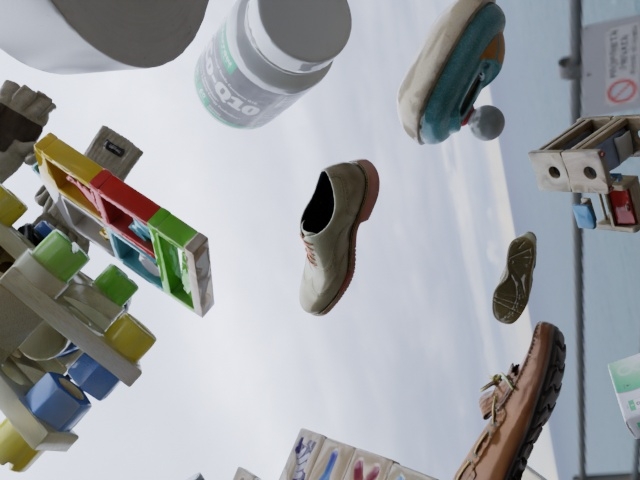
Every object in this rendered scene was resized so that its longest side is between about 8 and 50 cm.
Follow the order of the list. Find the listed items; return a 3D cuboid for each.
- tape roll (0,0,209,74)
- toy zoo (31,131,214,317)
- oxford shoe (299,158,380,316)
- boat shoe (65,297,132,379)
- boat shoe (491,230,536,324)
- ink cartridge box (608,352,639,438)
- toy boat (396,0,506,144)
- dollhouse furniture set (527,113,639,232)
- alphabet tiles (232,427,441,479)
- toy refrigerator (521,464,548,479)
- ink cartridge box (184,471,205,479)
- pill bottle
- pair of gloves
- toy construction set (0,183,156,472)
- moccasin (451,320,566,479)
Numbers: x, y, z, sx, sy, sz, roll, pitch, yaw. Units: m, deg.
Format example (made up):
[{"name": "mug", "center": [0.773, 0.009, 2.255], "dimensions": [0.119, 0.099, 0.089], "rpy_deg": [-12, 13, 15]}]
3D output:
[{"name": "tape roll", "center": [-0.209, -0.293, 0.588], "dimensions": [0.286, 0.100, 0.287], "rpy_deg": [3, -90, -67]}, {"name": "toy zoo", "center": [-0.265, -0.024, 0.870], "dimensions": [0.030, 0.293, 0.192], "rpy_deg": [-51, -13, -27]}, {"name": "oxford shoe", "center": [0.000, 0.000, 1.493], "dimensions": [0.146, 0.140, 0.397], "rpy_deg": [-6, -59, -40]}, {"name": "boat shoe", "center": [-0.398, 0.162, 1.025], "dimensions": [0.127, 0.340, 0.113], "rpy_deg": [22, -126, -44]}, {"name": "boat shoe", "center": [0.311, 0.061, 1.057], "dimensions": [0.048, 0.056, 0.153], "rpy_deg": [-29, -51, -53]}, {"name": "ink cartridge box", "center": [0.652, 0.253, 1.209], "dimensions": [0.056, 0.224, 0.181], "rpy_deg": [57, -157, -12]}, {"name": "toy boat", "center": [0.247, -0.262, 1.144], "dimensions": [0.268, 0.148, 0.318], "rpy_deg": [-61, -17, -2]}, {"name": "dollhouse furniture set", "center": [0.427, -0.077, 1.001], "dimensions": [0.129, 0.129, 0.184], "rpy_deg": [13, 131, 60]}, {"name": "alphabet tiles", "center": [-0.034, 0.199, 0.354], "dimensions": [0.009, 0.237, 0.198], "rpy_deg": [30, -107, -17]}, {"name": "toy refrigerator", "center": [0.447, 0.544, 1.434], "dimensions": [0.102, 0.094, 0.269], "rpy_deg": [36, 177, -30]}, {"name": "ink cartridge box", "center": [-0.332, 0.684, 1.560], "dimensions": [0.189, 0.232, 0.066], "rpy_deg": [58, 180, 1]}, {"name": "pill bottle", "center": [-0.097, -0.348, 1.241], "dimensions": [0.361, 0.204, 0.204], "rpy_deg": [-18, 80, 64]}, {"name": "pair of gloves", "center": [-0.411, -0.105, 0.989], "dimensions": [0.204, 0.240, 0.042], "rpy_deg": [-64, 9, -4]}, {"name": "toy construction set", "center": [-0.249, -0.012, 0.447], "dimensions": [0.328, 0.151, 0.215], "rpy_deg": [57, 171, -4]}, {"name": "moccasin", "center": [0.360, 0.329, 1.291], "dimensions": [0.139, 0.147, 0.380], "rpy_deg": [-1, -68, -54]}]
